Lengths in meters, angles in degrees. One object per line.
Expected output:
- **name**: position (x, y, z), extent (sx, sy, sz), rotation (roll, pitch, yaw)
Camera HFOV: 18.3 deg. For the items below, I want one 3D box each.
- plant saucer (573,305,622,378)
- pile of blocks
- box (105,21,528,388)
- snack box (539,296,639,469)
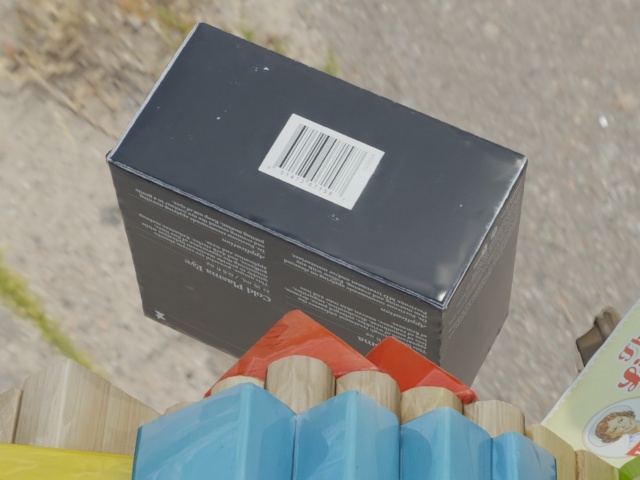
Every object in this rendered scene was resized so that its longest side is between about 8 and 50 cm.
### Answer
- **plant saucer**: position (0.248, 0.191, 1.600), extent (0.041, 0.278, 0.277), rotation (-13, 66, 2)
- **pile of blocks**: position (0.049, 0.066, 0.570), extent (0.362, 0.149, 0.112), rotation (9, 52, -9)
- **box**: position (0.000, 0.000, 1.895), extent (0.343, 0.312, 0.179), rotation (24, 64, 14)
- **snack box**: position (0.191, 0.099, 0.903), extent (0.187, 0.060, 0.322), rotation (4, 41, 46)
